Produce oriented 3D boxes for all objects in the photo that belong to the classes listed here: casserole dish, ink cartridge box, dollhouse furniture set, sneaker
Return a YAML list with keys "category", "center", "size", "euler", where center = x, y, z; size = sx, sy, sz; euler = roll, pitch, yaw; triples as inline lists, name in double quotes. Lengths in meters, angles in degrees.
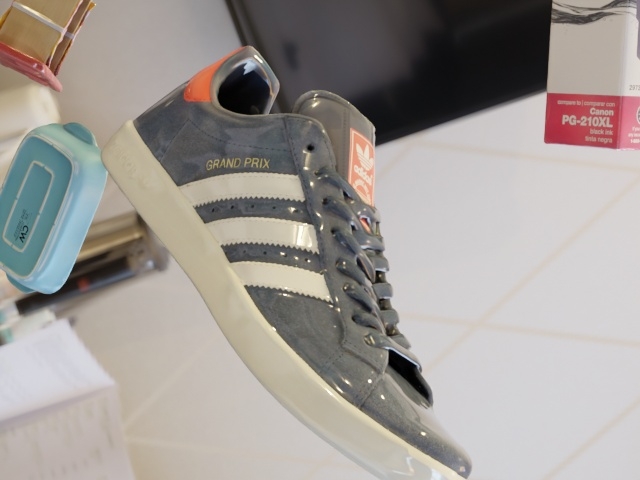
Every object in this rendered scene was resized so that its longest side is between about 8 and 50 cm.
- category: "casserole dish"
  center: [-0.288, -0.034, 1.176]
  size: [0.114, 0.188, 0.037]
  euler: [32, 14, 28]
- category: "ink cartridge box"
  center: [0.327, -0.215, 1.185]
  size: [0.172, 0.100, 0.237]
  euler: [-5, 101, -40]
- category: "dollhouse furniture set"
  center: [-0.560, -0.430, 1.899]
  size: [0.374, 0.201, 0.152]
  euler: [28, -6, -1]
- category: "sneaker"
  center: [0.000, 0.000, 0.705]
  size: [0.350, 0.148, 0.131]
  euler: [48, 2, 32]
